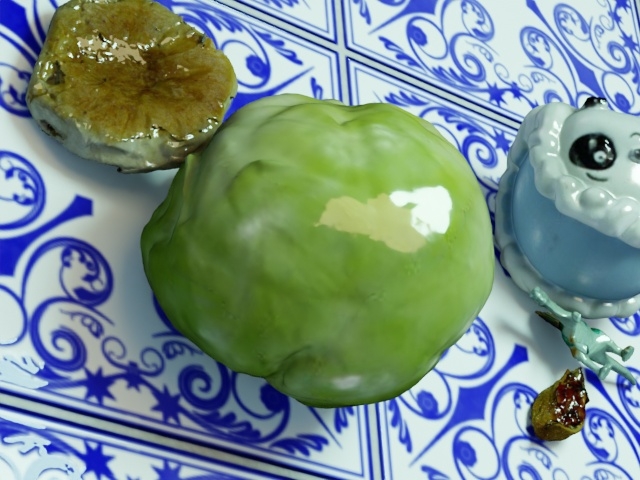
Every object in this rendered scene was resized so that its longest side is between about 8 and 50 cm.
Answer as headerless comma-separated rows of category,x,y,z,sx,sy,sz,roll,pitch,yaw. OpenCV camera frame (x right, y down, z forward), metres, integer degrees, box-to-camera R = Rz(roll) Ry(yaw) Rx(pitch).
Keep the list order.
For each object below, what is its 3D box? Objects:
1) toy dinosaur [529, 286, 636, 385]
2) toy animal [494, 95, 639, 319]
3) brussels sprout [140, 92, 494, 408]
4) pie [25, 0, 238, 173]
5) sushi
toy dinosaur,0.261,0.099,1.737,0.106,0.044,0.187,34,3,24
toy animal,0.282,-0.028,1.728,0.208,0.204,0.156,20,51,-3
brussels sprout,0.009,0.007,1.454,0.274,0.242,0.316,24,33,16
pie,-0.161,-0.138,1.506,0.195,0.046,0.195,11,50,-14
sushi,0.237,0.163,1.683,0.050,0.047,0.099,40,38,-13
